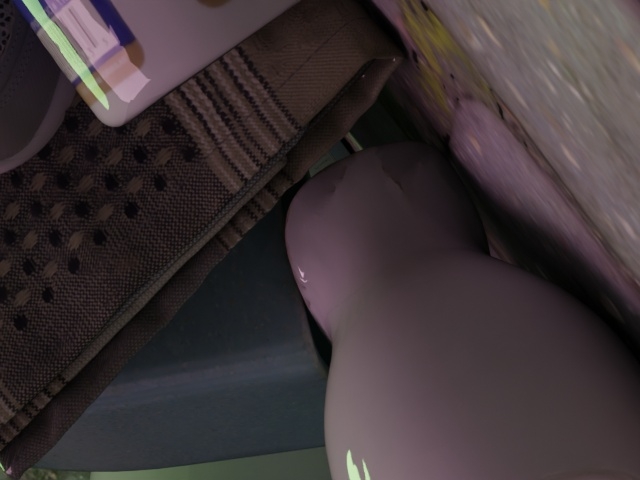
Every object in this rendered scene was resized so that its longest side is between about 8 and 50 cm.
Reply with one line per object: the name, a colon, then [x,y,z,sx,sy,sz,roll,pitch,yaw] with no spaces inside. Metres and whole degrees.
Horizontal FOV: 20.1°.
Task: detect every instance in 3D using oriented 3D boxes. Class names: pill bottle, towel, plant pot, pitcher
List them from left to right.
towel: [-0.154,-0.074,0.804,0.324,0.312,0.056,53,-166,27]
plant pot: [-0.132,-0.001,0.932,0.248,0.252,0.247,62,-166,-74]
pill bottle: [-0.085,-0.145,0.647,0.187,0.112,0.112,55,177,-6]
pitcher: [0.065,0.080,0.726,0.207,0.125,0.178,-118,4,-55]

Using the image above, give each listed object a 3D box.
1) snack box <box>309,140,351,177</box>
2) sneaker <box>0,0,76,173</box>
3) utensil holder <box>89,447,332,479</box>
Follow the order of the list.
snack box: [-0.020,-0.042,1.167,0.207,0.070,0.174,52,176,-6]
sneaker: [-0.170,-0.161,0.727,0.115,0.105,0.281,9,-111,-64]
utensil holder: [-0.025,0.240,1.369,0.328,0.327,0.385,55,-169,-22]
